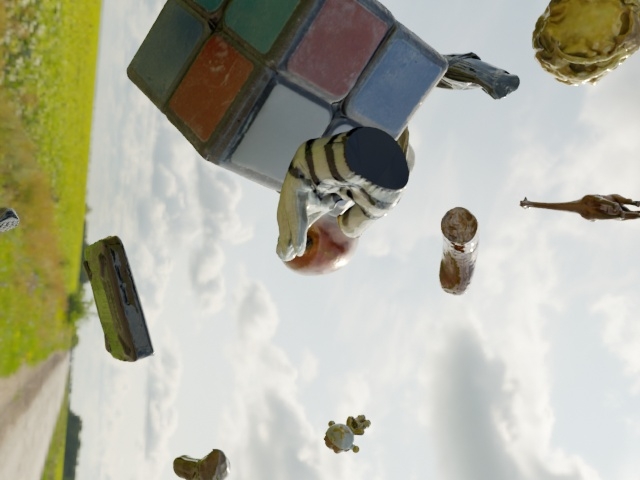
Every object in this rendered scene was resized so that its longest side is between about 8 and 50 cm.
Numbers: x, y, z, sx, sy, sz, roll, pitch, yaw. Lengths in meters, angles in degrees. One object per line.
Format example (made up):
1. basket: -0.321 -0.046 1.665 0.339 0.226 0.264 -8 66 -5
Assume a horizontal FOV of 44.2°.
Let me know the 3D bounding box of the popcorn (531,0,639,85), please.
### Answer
1. popcorn: 0.566 -0.452 1.657 0.250 0.190 0.250 -14 -117 30

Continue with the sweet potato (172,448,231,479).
1. sweet potato: -0.182 0.354 1.216 0.182 0.054 0.053 -27 -120 53

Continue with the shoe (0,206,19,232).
1. shoe: -0.685 -0.047 1.607 0.195 0.074 0.077 -17 -92 42

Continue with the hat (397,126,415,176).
1. hat: 0.196 -0.287 2.175 0.219 0.164 0.226 43 -44 19

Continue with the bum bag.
1. bum bag: 0.232 -0.341 1.557 0.142 0.327 0.079 -39 141 -62

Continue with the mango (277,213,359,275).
1. mango: 0.005 0.000 1.603 0.289 0.146 0.129 -29 111 -64

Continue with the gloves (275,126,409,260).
1. gloves: 0.008 -0.060 1.002 0.219 0.140 0.131 -22 -94 51

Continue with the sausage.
1. sausage: 0.282 0.018 1.611 0.302 0.076 0.102 72 40 -63

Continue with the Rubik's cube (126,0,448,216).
1. Rubik's cube: -0.055 -0.270 1.224 0.318 0.313 0.316 44 -75 39

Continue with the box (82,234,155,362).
1. box: -0.464 0.136 1.791 0.290 0.073 0.288 -10 -84 64

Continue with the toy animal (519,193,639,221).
1. toy animal: 0.606 -0.077 1.828 0.230 0.224 0.066 19 -70 62

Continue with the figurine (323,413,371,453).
1. figurine: 0.073 0.491 2.001 0.101 0.143 0.068 63 -37 41
